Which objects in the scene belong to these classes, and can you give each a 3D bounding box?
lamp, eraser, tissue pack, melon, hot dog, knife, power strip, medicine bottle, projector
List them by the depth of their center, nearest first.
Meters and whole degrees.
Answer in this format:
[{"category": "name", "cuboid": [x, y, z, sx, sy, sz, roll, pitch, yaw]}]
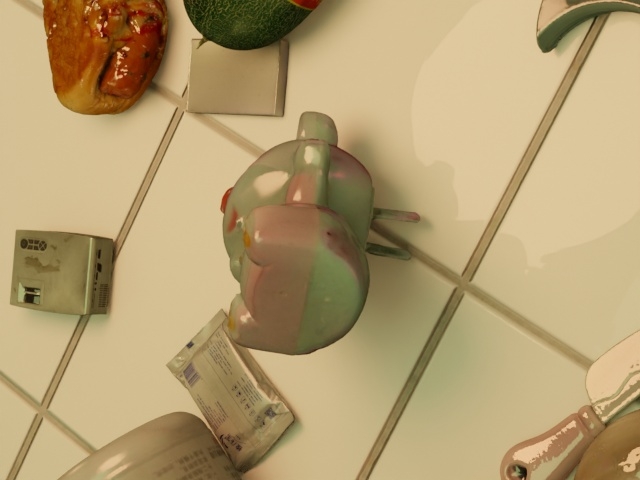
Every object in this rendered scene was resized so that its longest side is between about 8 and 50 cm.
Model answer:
[{"category": "power strip", "cuboid": [0.375, -0.270, 1.844, 0.253, 0.054, 0.167, 16, 97, 32]}, {"category": "knife", "cuboid": [0.336, 0.178, 1.869, 0.336, 0.043, 0.081, -45, 60, 16]}, {"category": "lamp", "cuboid": [0.000, 0.000, 1.947, 0.247, 0.301, 0.247, 6, 116, -4]}, {"category": "medicine bottle", "cuboid": [-0.187, 0.400, 2.053, 0.245, 0.245, 0.306, -37, 78, 25]}, {"category": "melon", "cuboid": [-0.073, -0.356, 2.054, 0.287, 0.182, 0.182, -49, 65, 20]}, {"category": "tissue pack", "cuboid": [-0.121, 0.203, 2.149, 0.122, 0.026, 0.193, -46, 66, 23]}, {"category": "eraser", "cuboid": [-0.113, -0.221, 2.165, 0.150, 0.023, 0.103, 5, 91, 32]}, {"category": "hot dog", "cuboid": [-0.295, -0.308, 2.214, 0.153, 0.150, 0.256, -17, 79, 40]}, {"category": "projector", "cuboid": [-0.366, 0.045, 2.288, 0.147, 0.061, 0.115, 6, 90, 32]}]

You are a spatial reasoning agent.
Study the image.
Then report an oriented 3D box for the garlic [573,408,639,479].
[{"category": "garlic", "cuboid": [0.428, 0.267, 1.687, 0.340, 0.231, 0.245, -2, 84, 38]}]
